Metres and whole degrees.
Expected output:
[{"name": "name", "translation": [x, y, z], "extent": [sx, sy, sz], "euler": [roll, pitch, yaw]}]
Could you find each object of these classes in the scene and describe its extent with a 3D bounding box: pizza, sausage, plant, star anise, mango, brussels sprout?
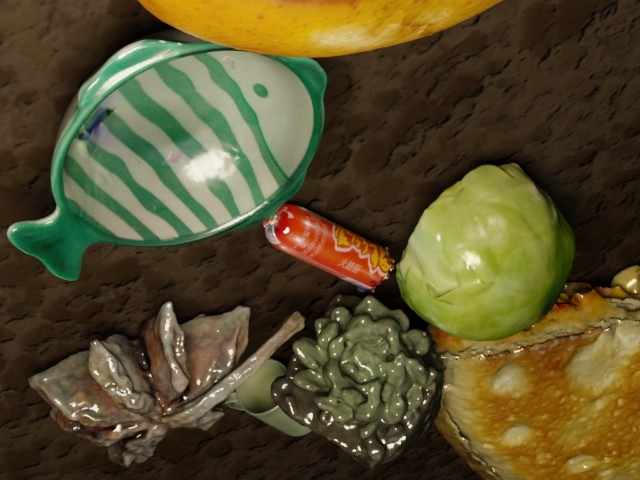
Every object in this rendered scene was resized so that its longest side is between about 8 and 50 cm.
[{"name": "pizza", "translation": [0.321, 0.122, 1.620], "extent": [0.406, 0.130, 0.440], "euler": [-35, 134, 12]}, {"name": "sausage", "translation": [0.000, 0.000, 1.332], "extent": [0.048, 0.050, 0.145], "euler": [-7, 157, 42]}, {"name": "plant", "translation": [0.038, 0.125, 1.409], "extent": [0.129, 0.132, 0.194], "euler": [-58, 162, -11]}, {"name": "star anise", "translation": [-0.130, 0.121, 1.366], "extent": [0.231, 0.089, 0.209], "euler": [-31, 154, 28]}, {"name": "mango", "translation": [0.031, -0.217, 0.972], "extent": [0.350, 0.201, 0.199], "euler": [-8, 179, -36]}, {"name": "brussels sprout", "translation": [0.148, 0.017, 1.356], "extent": [0.152, 0.122, 0.149], "euler": [-57, 159, 17]}]

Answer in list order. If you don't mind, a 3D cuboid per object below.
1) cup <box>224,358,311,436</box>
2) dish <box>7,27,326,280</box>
[{"name": "cup", "translation": [-0.045, 0.154, 1.492], "extent": [0.075, 0.054, 0.083], "euler": [-33, 147, 9]}, {"name": "dish", "translation": [-0.114, -0.078, 1.129], "extent": [0.246, 0.078, 0.224], "euler": [-33, 144, 9]}]
